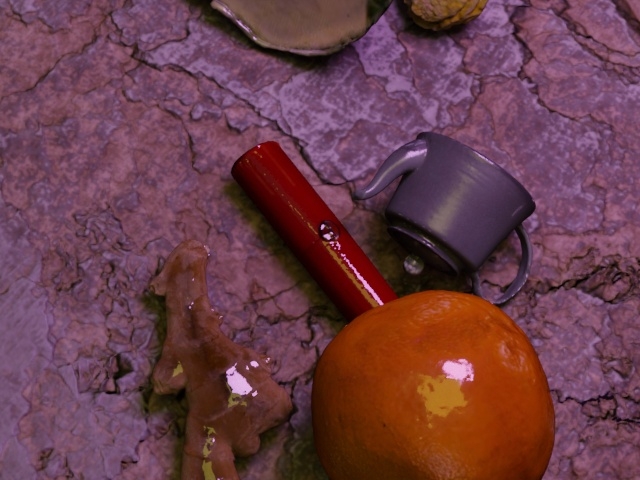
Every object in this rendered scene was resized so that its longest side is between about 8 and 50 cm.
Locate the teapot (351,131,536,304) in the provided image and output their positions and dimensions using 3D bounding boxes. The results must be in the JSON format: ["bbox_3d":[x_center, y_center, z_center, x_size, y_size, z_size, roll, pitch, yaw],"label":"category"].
[{"bbox_3d":[0.151,-0.016,1.378,0.239,0.162,0.149,37,81,-20],"label":"teapot"}]

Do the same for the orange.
[{"bbox_3d":[0.116,0.185,1.240,0.261,0.261,0.261,0,70,-1],"label":"orange"}]

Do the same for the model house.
[{"bbox_3d":[-0.012,-0.423,1.491,0.321,0.261,0.266,33,51,0],"label":"model house"}]

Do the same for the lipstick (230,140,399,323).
[{"bbox_3d":[-0.001,0.001,1.401,0.073,0.073,0.279,-35,74,-13],"label":"lipstick"}]

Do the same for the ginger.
[{"bbox_3d":[-0.123,0.149,1.344,0.148,0.081,0.333,-22,71,7],"label":"ginger"}]

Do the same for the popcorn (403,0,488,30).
[{"bbox_3d":[0.157,-0.321,1.507,0.121,0.116,0.106,29,114,11],"label":"popcorn"}]
